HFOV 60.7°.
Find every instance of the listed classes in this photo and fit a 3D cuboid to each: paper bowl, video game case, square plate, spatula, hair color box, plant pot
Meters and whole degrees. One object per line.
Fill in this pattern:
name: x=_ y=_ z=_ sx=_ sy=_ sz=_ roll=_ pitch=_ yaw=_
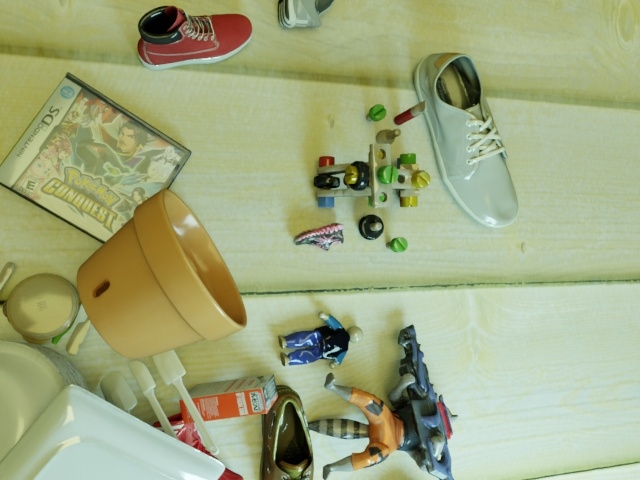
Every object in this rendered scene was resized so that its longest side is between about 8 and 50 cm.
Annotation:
paper bowl: x=-0.545 y=0.309 z=0.907 sx=0.284 sy=0.148 sz=0.284 roll=0 pitch=76 yaw=0
video game case: x=-0.436 y=-0.146 z=1.065 sx=0.275 sy=0.035 sz=0.248 roll=33 pitch=78 yaw=-14
square plate: x=-0.377 y=0.450 z=0.883 sx=0.347 sy=0.049 sz=0.344 roll=-50 pitch=122 yaw=-7
spatula: x=-0.304 y=0.327 z=1.030 sx=0.168 sy=0.019 sz=0.242 roll=-33 pitch=74 yaw=-2
hair color box: x=-0.176 y=0.308 z=1.066 sx=0.167 sy=0.093 sz=0.053 roll=-12 pitch=91 yaw=10
plant pot: x=-0.292 y=0.080 z=0.993 sx=0.204 sy=0.291 sz=0.290 roll=-30 pitch=97 yaw=1

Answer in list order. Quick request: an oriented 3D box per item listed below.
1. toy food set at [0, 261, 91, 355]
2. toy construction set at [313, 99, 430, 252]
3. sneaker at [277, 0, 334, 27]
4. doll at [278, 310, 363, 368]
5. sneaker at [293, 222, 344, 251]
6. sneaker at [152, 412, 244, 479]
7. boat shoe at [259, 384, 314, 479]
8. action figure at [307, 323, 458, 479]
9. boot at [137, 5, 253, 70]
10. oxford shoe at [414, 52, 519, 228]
toy food set: x=-0.523 y=0.128 z=1.029 sx=0.192 sy=0.038 sz=0.132 roll=26 pitch=73 yaw=-10
toy construction set: x=0.150 y=-0.163 z=1.151 sx=0.258 sy=0.237 sz=0.308 roll=24 pitch=80 yaw=-16
sneaker: x=-0.025 y=-0.578 z=1.200 sx=0.132 sy=0.086 sz=0.228 roll=-1 pitch=98 yaw=-23
doll: x=0.006 y=0.217 z=1.188 sx=0.189 sy=0.046 sz=0.129 roll=-7 pitch=91 yaw=-18
sneaker: x=0.000 y=0.000 z=1.200 sx=0.119 sy=0.047 sz=0.057 roll=-14 pitch=104 yaw=-17
sneaker: x=-0.239 y=0.418 z=1.080 sx=0.221 sy=0.087 sz=0.128 roll=22 pitch=83 yaw=-17
boat shoe: x=-0.068 y=0.460 z=1.123 sx=0.111 sy=0.104 sz=0.307 roll=-10 pitch=91 yaw=-18
action figure: x=0.150 y=0.364 z=1.203 sx=0.330 sy=0.178 sz=0.341 roll=11 pitch=57 yaw=-24
boot: x=-0.234 y=-0.413 z=1.068 sx=0.244 sy=0.176 sz=0.088 roll=-22 pitch=93 yaw=-19
oxford shoe: x=0.354 y=-0.233 z=1.280 sx=0.169 sy=0.130 sz=0.449 roll=-26 pitch=97 yaw=-19
